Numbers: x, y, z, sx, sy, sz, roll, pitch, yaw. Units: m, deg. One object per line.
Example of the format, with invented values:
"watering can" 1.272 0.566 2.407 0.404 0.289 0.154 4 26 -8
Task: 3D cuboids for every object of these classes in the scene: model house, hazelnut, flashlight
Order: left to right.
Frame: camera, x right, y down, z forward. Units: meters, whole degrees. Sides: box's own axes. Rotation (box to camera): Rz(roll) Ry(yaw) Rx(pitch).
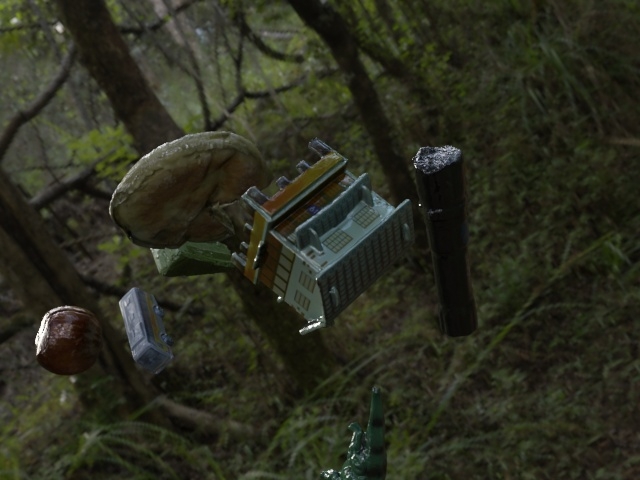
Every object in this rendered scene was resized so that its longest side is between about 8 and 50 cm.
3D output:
"hazelnut" -0.537 0.217 1.839 0.143 0.143 0.154 -32 45 28
"model house" 0.000 0.000 1.337 0.224 0.215 0.198 -40 -22 -34
"flashlight" 0.256 0.012 1.705 0.103 0.424 0.103 -9 32 6

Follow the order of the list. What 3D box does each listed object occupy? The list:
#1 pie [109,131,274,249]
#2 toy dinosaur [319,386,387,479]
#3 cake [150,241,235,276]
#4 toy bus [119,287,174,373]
"pie" -0.265 -0.095 1.725 0.337 0.075 0.338 -15 -36 -11
"toy dinosaur" 0.066 0.354 1.427 0.079 0.292 0.120 -1 16 -28
"cake" -0.335 0.046 2.278 0.099 0.100 0.235 -38 -29 24
"toy bus" -0.347 0.176 1.711 0.064 0.075 0.190 -43 40 12
